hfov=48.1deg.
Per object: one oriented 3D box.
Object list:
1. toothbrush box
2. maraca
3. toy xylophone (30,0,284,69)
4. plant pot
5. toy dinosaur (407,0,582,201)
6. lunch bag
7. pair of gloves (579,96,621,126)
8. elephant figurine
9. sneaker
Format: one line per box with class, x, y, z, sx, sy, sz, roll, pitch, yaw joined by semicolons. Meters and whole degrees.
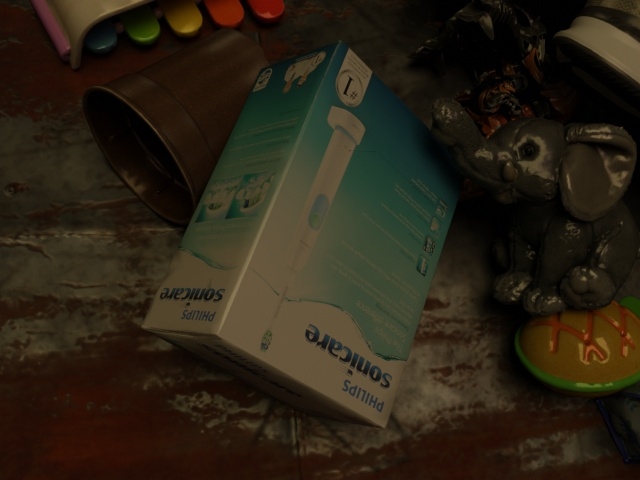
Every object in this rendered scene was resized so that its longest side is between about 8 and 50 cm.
toothbrush box;0.000;0.000;0.693;0.216;0.126;0.296;35;64;-35
maraca;0.297;0.106;0.756;0.185;0.099;0.127;-11;38;-9
toy xylophone;-0.195;-0.348;0.862;0.322;0.081;0.236;-19;74;-14
plant pot;-0.131;-0.130;0.762;0.167;0.167;0.165;44;63;8
toy dinosaur;0.230;-0.188;0.857;0.218;0.164;0.322;48;52;-6
lunch bag;0.381;0.168;0.724;0.128;0.151;0.096;-20;74;-15
pair of gloves;0.406;-0.204;0.927;0.198;0.023;0.159;7;70;-6
elephant figurine;0.234;-0.057;0.727;0.186;0.169;0.240;-42;120;-54
sneaker;0.487;-0.179;0.766;0.447;0.169;0.258;33;97;-16
